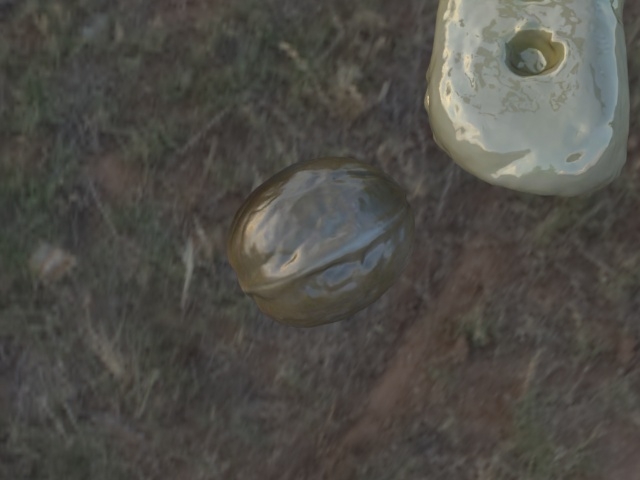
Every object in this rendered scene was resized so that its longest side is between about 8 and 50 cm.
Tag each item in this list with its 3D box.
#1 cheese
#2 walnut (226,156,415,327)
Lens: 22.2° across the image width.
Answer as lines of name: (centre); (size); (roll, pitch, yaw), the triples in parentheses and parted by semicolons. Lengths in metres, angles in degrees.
cheese: (0.178, -0.157, 1.382); (0.174, 0.251, 0.248); (5, 38, 2)
walnut: (0.001, 0.000, 1.405); (0.162, 0.140, 0.140); (-32, 74, -25)
